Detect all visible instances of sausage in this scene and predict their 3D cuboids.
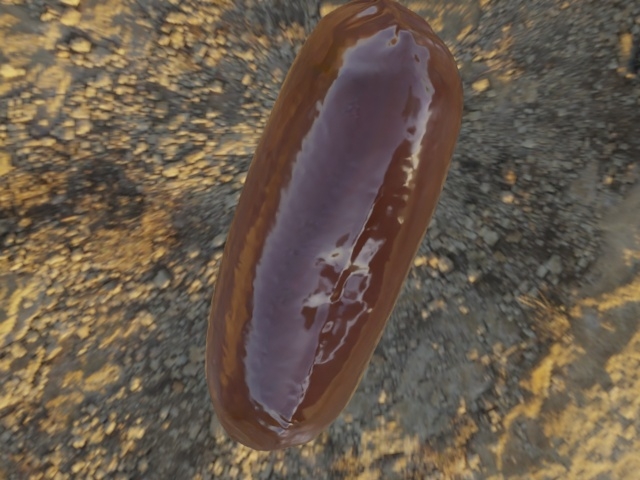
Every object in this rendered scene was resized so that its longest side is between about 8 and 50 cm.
[{"bbox_3d":[0.000,0.000,0.450,0.077,0.077,0.194,18,117,0],"label":"sausage"}]
